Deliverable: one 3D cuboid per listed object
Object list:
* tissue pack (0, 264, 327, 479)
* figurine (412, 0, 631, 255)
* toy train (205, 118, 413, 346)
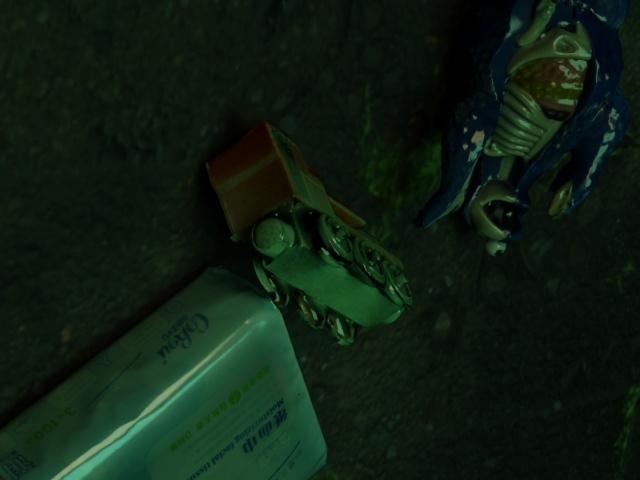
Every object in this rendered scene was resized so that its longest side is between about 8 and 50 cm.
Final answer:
[{"bbox_3d":[-0.123,0.163,1.050,0.263,0.089,0.177,-37,130,-24],"label":"tissue pack"},{"bbox_3d":[0.161,-0.111,1.182,0.164,0.120,0.262,8,119,-37],"label":"figurine"},{"bbox_3d":[0.000,0.000,1.079,0.074,0.118,0.176,-32,148,18],"label":"toy train"}]
